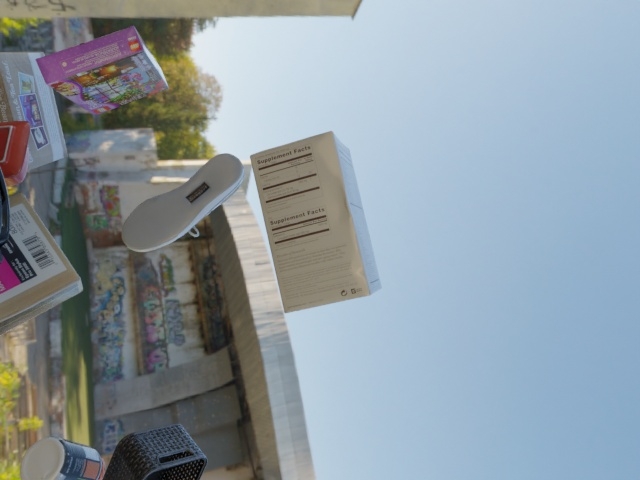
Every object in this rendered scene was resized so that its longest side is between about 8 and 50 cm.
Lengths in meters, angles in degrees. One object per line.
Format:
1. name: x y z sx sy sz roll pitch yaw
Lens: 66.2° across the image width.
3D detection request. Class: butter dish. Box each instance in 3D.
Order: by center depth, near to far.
1. butter dish: -0.706 -0.170 1.077 0.118 0.160 0.160 93 -11 -61

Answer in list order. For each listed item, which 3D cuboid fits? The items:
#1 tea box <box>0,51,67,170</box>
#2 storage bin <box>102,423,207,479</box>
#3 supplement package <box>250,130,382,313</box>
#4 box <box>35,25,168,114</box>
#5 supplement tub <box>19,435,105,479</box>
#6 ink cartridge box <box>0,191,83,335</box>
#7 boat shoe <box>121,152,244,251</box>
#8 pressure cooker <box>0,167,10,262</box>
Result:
1. tea box: -0.993 -0.382 1.462 0.220 0.324 0.328 -74 163 -68
2. storage bin: -0.277 0.399 0.785 0.084 0.122 0.180 32 -78 37
3. supplement package: -0.002 -0.025 0.768 0.139 0.134 0.244 7 69 -76
4. box: -0.468 -0.368 1.100 0.293 0.201 0.057 -159 -133 -82
5. supplement tub: -0.613 0.548 1.185 0.190 0.117 0.117 73 -2 -57
6. ink cartridge box: -0.635 0.047 0.994 0.234 0.193 0.088 52 -32 6
7. boat shoe: -0.361 -0.090 1.339 0.136 0.367 0.156 46 -12 8
8. pressure cooker: -0.681 -0.077 0.699 0.376 0.420 0.369 32 -57 16
